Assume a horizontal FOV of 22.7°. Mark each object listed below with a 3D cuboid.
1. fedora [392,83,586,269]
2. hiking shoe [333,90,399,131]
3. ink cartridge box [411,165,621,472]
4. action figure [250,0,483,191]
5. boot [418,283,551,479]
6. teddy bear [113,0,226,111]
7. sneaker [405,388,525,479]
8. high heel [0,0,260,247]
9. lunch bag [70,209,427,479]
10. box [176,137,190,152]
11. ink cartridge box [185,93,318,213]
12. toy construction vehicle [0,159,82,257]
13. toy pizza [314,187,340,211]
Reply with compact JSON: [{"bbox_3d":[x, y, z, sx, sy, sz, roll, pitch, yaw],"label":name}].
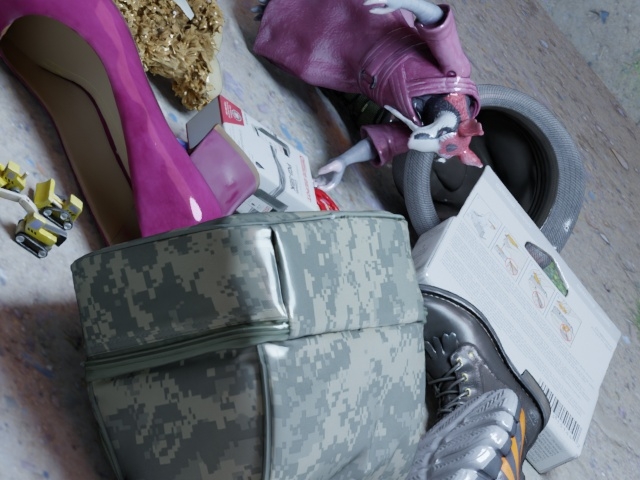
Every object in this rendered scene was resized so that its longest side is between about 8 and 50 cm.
[{"bbox_3d":[0.198,-0.080,2.072,0.275,0.243,0.124,22,-3,-32],"label":"fedora"},{"bbox_3d":[0.035,-0.208,2.103,0.114,0.086,0.227,14,36,-34],"label":"hiking shoe"},{"bbox_3d":[0.233,0.092,1.947,0.296,0.066,0.261,50,36,-12],"label":"ink cartridge box"},{"bbox_3d":[0.088,-0.202,1.949,0.276,0.248,0.370,-1,41,-49],"label":"action figure"},{"bbox_3d":[0.147,0.183,1.730,0.263,0.091,0.229,42,33,-4],"label":"boot"},{"bbox_3d":[-0.218,-0.271,1.720,0.338,0.113,0.245,37,33,-47],"label":"teddy bear"},{"bbox_3d":[0.158,0.296,1.550,0.180,0.125,0.321,51,40,-16],"label":"sneaker"},{"bbox_3d":[-0.232,-0.124,1.471,0.377,0.127,0.181,39,45,1],"label":"high heel"},{"bbox_3d":[-0.046,0.118,1.327,0.305,0.213,0.256,0,77,-60],"label":"lunch bag"},{"bbox_3d":[-0.169,-0.078,1.604,0.136,0.028,0.081,22,37,-51],"label":"box"},{"bbox_3d":[-0.071,-0.075,1.670,0.135,0.056,0.099,34,29,-34],"label":"ink cartridge box"},{"bbox_3d":[-0.248,-0.034,1.392,0.098,0.035,0.086,38,27,-27],"label":"toy construction vehicle"},{"bbox_3d":[0.000,0.000,1.786,0.201,0.032,0.201,40,26,-24],"label":"toy pizza"}]
